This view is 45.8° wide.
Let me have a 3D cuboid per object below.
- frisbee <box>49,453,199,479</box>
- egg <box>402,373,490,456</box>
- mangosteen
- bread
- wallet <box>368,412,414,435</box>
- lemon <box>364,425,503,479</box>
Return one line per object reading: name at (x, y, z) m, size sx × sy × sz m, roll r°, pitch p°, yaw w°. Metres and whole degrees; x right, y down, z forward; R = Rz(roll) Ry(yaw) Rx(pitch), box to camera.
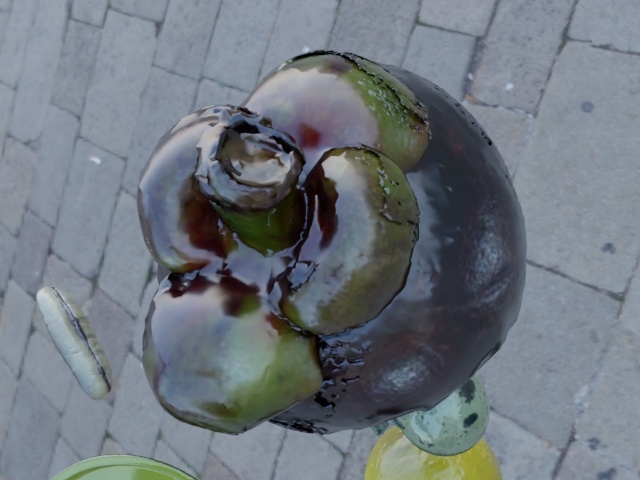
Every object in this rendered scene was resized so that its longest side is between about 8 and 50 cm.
frisbee at (-0.197, 0.326, 0.796) m, size 0.236 × 0.017 × 0.235 m, roll 1°, pitch 106°, yaw 4°
egg at (0.222, 0.296, 1.424) m, size 0.177 × 0.177 × 0.228 m, roll -4°, pitch 115°, yaw 44°
mangosteen at (0.015, 0.017, 0.741) m, size 0.381 × 0.421 × 0.380 m, roll 2°, pitch 101°, yaw 9°
bread at (-0.375, 0.149, 1.164) m, size 0.053 × 0.073 × 0.214 m, roll -39°, pitch 67°, yaw 5°
wallet at (0.125, 0.148, 1.288) m, size 0.077 × 0.309 × 0.223 m, roll -24°, pitch 111°, yaw 45°
lemon at (0.252, 0.554, 1.686) m, size 0.336 × 0.336 × 0.335 m, roll -6°, pitch 82°, yaw 44°
